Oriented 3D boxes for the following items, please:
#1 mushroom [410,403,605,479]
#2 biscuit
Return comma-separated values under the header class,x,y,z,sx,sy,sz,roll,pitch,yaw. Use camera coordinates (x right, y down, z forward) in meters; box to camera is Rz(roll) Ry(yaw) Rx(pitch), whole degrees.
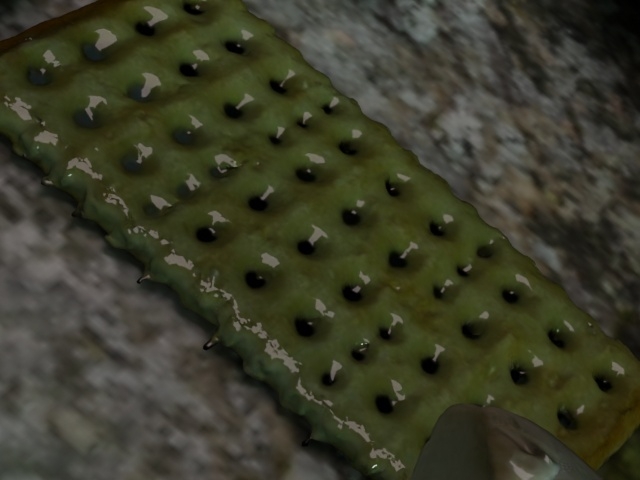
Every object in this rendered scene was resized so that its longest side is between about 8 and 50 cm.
class,x,y,z,sx,sy,sz,roll,pitch,yaw
mushroom,0.093,0.155,0.411,0.247,0.096,0.108,43,40,4
biscuit,0.000,0.000,0.563,0.231,0.016,0.139,44,39,11
